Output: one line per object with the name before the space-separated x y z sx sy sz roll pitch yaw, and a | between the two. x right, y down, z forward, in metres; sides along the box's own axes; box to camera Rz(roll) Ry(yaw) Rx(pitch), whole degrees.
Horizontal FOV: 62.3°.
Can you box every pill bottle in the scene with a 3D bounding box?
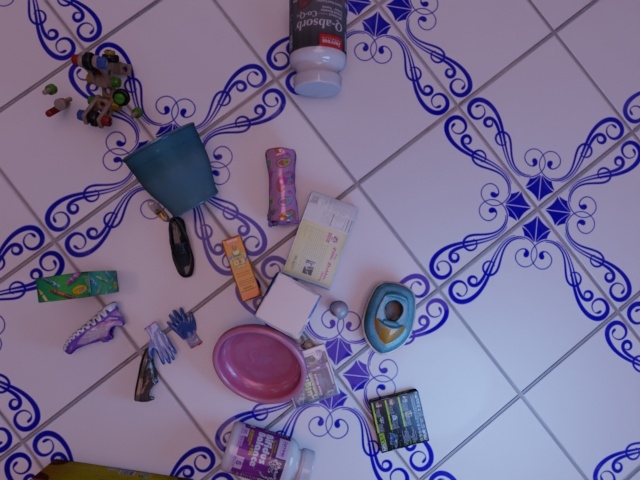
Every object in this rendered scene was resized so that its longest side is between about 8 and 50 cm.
pill bottle | -0.009 -0.720 1.912 0.210 0.210 0.363 0 86 -4
pill bottle | -0.178 0.746 1.823 0.301 0.169 0.169 17 85 -3

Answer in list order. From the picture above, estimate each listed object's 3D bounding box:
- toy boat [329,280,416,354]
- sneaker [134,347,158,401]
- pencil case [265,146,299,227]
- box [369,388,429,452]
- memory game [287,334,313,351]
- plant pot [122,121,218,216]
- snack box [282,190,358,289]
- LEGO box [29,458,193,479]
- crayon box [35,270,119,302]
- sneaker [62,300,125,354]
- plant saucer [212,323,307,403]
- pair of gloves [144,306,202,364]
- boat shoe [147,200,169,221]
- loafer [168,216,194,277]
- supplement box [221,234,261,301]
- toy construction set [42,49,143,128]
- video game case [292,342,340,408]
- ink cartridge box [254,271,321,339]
toy boat | 0.184 0.269 1.891 0.318 0.148 0.268 10 86 -4
sneaker | -0.606 0.475 1.872 0.071 0.066 0.188 13 87 -23
pencil case | -0.141 -0.191 1.913 0.124 0.124 0.284 -2 88 -4
box | 0.285 0.655 1.926 0.184 0.045 0.191 -13 88 -3
memory game | -0.097 0.432 1.928 0.186 0.012 0.186 0 86 -4
plant pot | -0.494 -0.230 1.829 0.271 0.271 0.255 -29 103 -6
snack box | 0.000 0.000 1.939 0.187 0.060 0.322 20 85 -2
LEGO box | -0.711 0.977 1.756 0.500 0.193 0.373 10 85 -3
crayon box | -0.798 0.150 1.762 0.165 0.278 0.081 -8 88 -5
sneaker | -0.783 0.324 1.849 0.236 0.095 0.104 -41 98 -7
plant saucer | -0.203 0.414 1.824 0.332 0.084 0.332 5 119 10
pair of gloves | -0.524 0.339 1.872 0.198 0.023 0.159 -30 93 -23
boat shoe | -0.588 -0.107 1.916 0.035 0.035 0.100 -41 90 -5
loafer | -0.503 0.024 1.892 0.076 0.078 0.223 -11 87 -4
supplement box | -0.285 0.100 1.904 0.078 0.080 0.233 -20 86 -7
toy construction set | -0.796 -0.539 1.878 0.308 0.237 0.257 -14 118 12
video game case | -0.039 0.488 1.911 0.173 0.022 0.190 -17 88 -5
ink cartridge box | -0.116 0.219 1.831 0.168 0.232 0.171 29 84 -4
